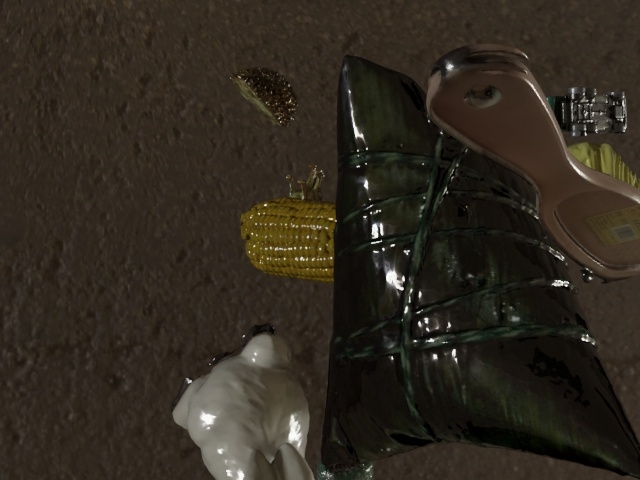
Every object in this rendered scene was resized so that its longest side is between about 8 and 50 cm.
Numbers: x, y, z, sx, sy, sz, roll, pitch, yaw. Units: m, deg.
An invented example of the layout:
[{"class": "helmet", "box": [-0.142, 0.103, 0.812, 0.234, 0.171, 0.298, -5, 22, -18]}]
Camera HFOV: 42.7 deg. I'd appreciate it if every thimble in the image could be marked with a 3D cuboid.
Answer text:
[{"class": "thimble", "box": [0.055, 0.533, 1.864, 0.135, 0.118, 0.090, -11, 110, -33]}]

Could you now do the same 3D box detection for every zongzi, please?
[{"class": "zongzi", "box": [0.155, 0.060, 0.753, 0.319, 0.362, 0.384, 19, 80, -39]}]

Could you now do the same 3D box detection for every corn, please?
[{"class": "corn", "box": [0.000, 0.000, 1.097, 0.119, 0.321, 0.119, -2, 93, -39]}]

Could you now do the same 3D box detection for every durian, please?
[{"class": "durian", "box": [-0.101, -0.307, 1.730, 0.091, 0.148, 0.188, -47, 135, -9]}]

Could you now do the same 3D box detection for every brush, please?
[{"class": "brush", "box": [0.148, -0.046, 0.498, 0.072, 0.067, 0.312, -21, 149, 31]}]

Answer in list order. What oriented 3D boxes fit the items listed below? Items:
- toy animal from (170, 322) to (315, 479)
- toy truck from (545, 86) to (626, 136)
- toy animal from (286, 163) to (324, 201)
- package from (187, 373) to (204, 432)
[{"class": "toy animal", "box": [-0.080, 0.333, 1.213, 0.193, 0.357, 0.258, -3, 129, -27]}, {"class": "toy truck", "box": [0.617, -0.302, 1.949, 0.253, 0.124, 0.114, -6, 96, -35]}, {"class": "toy animal", "box": [-0.037, -0.100, 1.790, 0.056, 0.241, 0.099, 7, 109, 18]}, {"class": "package", "box": [-0.303, 0.393, 1.980, 0.047, 0.071, 0.131, 28, 68, 2]}]
